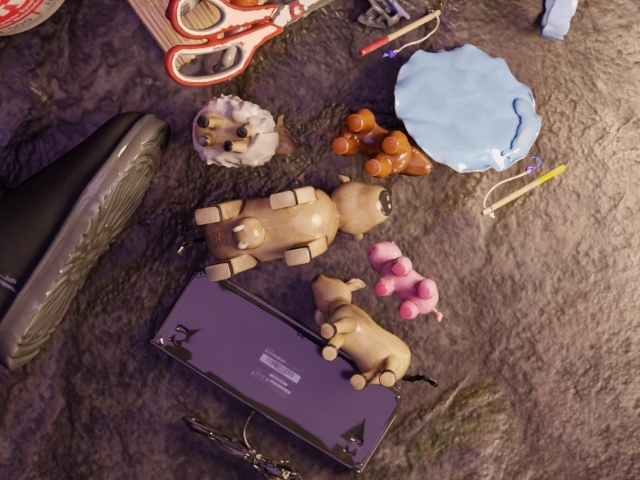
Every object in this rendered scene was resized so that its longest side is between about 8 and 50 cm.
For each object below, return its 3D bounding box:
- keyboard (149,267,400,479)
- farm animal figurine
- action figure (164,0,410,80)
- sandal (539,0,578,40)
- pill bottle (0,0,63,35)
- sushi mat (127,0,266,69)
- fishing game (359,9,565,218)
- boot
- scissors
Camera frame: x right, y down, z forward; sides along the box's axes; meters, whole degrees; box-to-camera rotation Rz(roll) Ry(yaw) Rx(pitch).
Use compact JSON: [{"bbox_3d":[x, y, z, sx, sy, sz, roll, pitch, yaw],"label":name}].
[{"bbox_3d":[-0.072,0.194,1.411,0.317,0.033,0.201,32,86,2],"label":"keyboard"},{"bbox_3d":[0.000,0.000,1.344,0.327,0.172,0.330,7,100,15],"label":"farm animal figurine"},{"bbox_3d":[-0.044,-0.349,1.317,0.341,0.178,0.330,39,88,-3],"label":"action figure"},{"bbox_3d":[0.348,-0.346,1.336,0.317,0.126,0.138,-26,91,13],"label":"sandal"},{"bbox_3d":[-0.427,-0.349,1.214,0.229,0.407,0.229,1,97,6],"label":"pill bottle"},{"bbox_3d":[-0.210,-0.384,1.405,0.151,0.019,0.316,-35,90,2],"label":"sushi mat"},{"bbox_3d":[0.174,-0.158,1.351,0.189,0.041,0.264,-33,77,-28],"label":"fishing game"},{"bbox_3d":[-0.460,-0.110,1.375,0.445,0.146,0.367,35,91,6],"label":"boot"},{"bbox_3d":[-0.044,-0.249,1.282,0.297,0.021,0.109,-15,111,-27],"label":"scissors"}]
